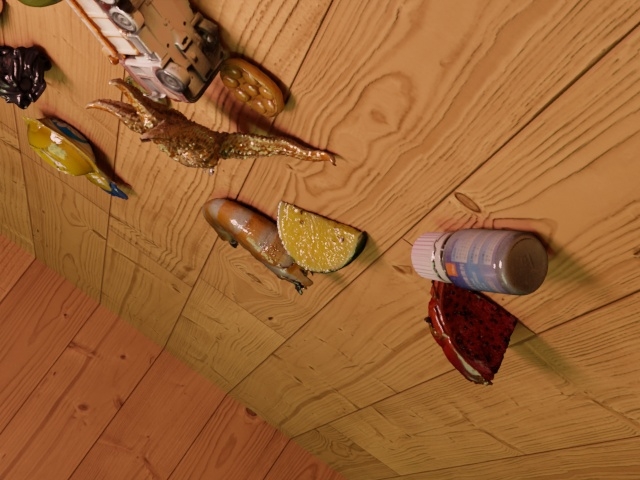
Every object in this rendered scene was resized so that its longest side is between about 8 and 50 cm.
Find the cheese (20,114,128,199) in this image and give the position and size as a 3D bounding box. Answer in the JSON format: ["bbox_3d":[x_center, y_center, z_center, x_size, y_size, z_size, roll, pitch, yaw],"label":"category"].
[{"bbox_3d":[-0.489,-0.162,2.295,0.177,0.069,0.270,16,157,47],"label":"cheese"}]

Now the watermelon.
[{"bbox_3d":[-0.005,0.009,1.862,0.181,0.075,0.092,23,155,36],"label":"watermelon"}]

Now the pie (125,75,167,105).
[{"bbox_3d":[-0.274,-0.230,1.829,0.085,0.017,0.085,31,160,13],"label":"pie"}]

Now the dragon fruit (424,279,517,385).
[{"bbox_3d":[0.204,0.137,1.748,0.161,0.127,0.120,36,154,-5],"label":"dragon fruit"}]

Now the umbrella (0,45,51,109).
[{"bbox_3d":[-0.565,-0.297,2.047,0.272,0.122,0.110,17,111,53],"label":"umbrella"}]

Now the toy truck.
[{"bbox_3d":[-0.239,-0.293,1.457,0.135,0.114,0.270,13,152,42],"label":"toy truck"}]

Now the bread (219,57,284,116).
[{"bbox_3d":[-0.091,-0.206,1.555,0.110,0.024,0.110,32,161,13],"label":"bread"}]

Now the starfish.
[{"bbox_3d":[-0.178,-0.144,1.628,0.293,0.084,0.301,18,178,-40],"label":"starfish"}]

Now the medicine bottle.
[{"bbox_3d":[0.204,0.024,1.522,0.083,0.083,0.203,44,162,-26],"label":"medicine bottle"}]

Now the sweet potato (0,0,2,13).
[{"bbox_3d":[-0.596,-0.365,1.981,0.059,0.067,0.281,17,170,-24],"label":"sweet potato"}]

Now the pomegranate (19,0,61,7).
[{"bbox_3d":[-0.354,-0.370,1.502,0.161,0.122,0.122,-18,136,20],"label":"pomegranate"}]

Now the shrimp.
[{"bbox_3d":[-0.137,-0.007,2.067,0.287,0.068,0.185,15,151,51],"label":"shrimp"}]
